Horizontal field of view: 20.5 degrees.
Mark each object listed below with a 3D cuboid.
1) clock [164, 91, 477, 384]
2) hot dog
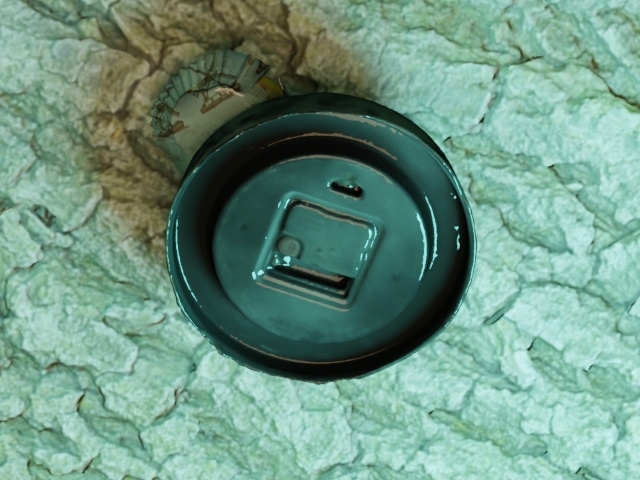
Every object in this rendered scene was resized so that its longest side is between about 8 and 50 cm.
[{"bbox_3d":[0.000,0.000,1.858,0.325,0.067,0.325,0,118,0],"label":"clock"},{"bbox_3d":[-0.061,-0.082,1.898,0.162,0.082,0.270,-34,113,15],"label":"hot dog"}]
